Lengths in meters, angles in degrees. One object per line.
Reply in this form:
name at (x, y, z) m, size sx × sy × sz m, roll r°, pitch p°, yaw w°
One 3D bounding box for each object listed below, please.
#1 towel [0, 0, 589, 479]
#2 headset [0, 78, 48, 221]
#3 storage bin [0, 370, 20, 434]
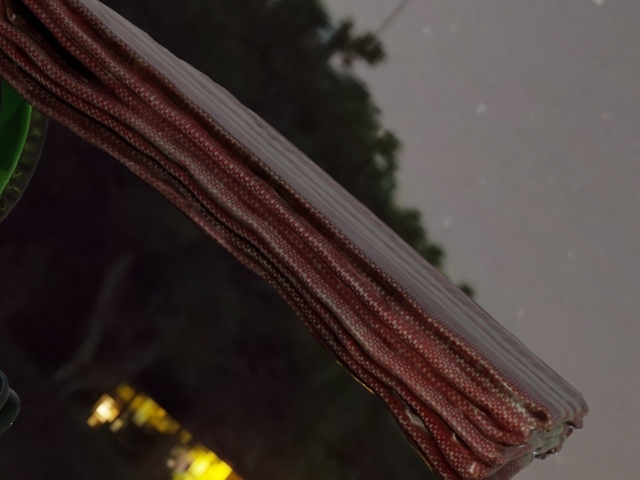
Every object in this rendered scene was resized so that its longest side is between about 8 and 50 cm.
towel at (0.000, 0.000, 0.629) m, size 0.237 × 0.037 × 0.329 m, roll 42°, pitch 4°, yaw 12°
headset at (-0.314, -0.153, 1.100) m, size 0.185 × 0.243 × 0.394 m, roll 19°, pitch -43°, yaw 50°
storage bin at (-0.202, 0.065, 0.689) m, size 0.098 × 0.135 × 0.091 m, roll 21°, pitch -42°, yaw 35°
